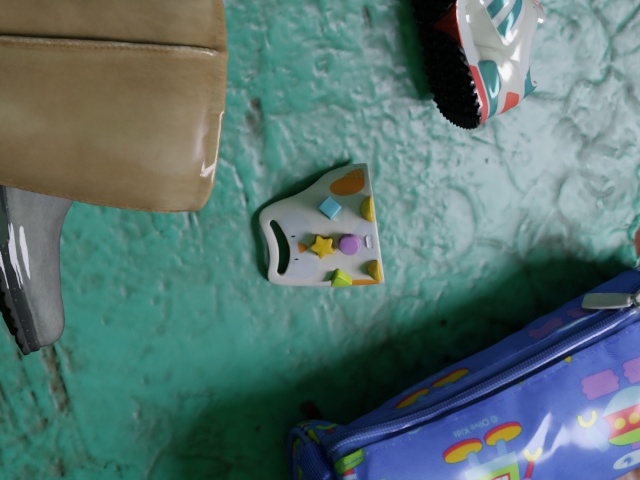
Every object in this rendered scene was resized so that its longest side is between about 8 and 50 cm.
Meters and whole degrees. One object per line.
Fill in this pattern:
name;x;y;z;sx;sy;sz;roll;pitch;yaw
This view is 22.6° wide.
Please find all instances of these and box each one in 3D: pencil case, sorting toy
pencil case;0.125;0.122;1.063;0.306;0.119;0.133;-23;130;-13
sorting toy;0.000;0.000;1.031;0.075;0.045;0.083;-8;109;2

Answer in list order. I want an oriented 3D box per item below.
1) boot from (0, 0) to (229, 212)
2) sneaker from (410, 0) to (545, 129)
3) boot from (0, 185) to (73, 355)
boot;-0.182;-0.141;0.832;0.269;0.089;0.236;4;97;-23
sneaker;0.102;-0.156;1.016;0.075;0.057;0.161;-23;112;-31
boot;-0.128;-0.062;0.933;0.161;0.083;0.247;-11;105;-18
